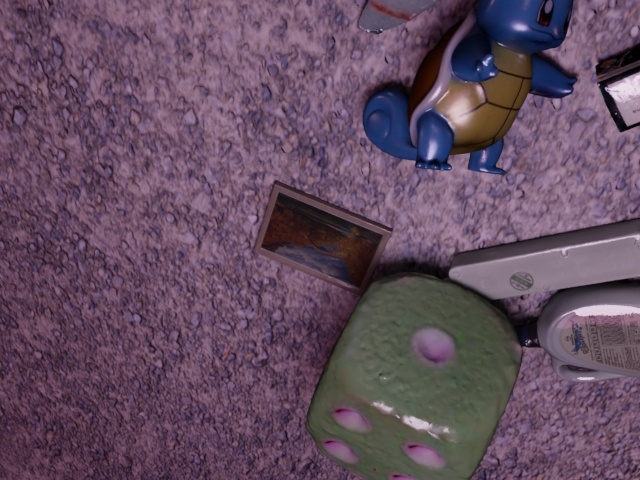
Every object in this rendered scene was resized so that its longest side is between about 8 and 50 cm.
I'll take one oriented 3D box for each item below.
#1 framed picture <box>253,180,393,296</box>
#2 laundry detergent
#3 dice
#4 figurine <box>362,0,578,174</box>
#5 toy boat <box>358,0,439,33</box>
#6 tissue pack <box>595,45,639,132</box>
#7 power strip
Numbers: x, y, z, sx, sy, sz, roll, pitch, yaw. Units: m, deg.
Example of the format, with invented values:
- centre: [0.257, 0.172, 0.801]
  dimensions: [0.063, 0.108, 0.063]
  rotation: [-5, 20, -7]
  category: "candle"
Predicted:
- centre: [0.000, 0.000, 1.611]
  dimensions: [0.250, 0.016, 0.184]
  rotation: [24, 127, 2]
  category: "framed picture"
- centre: [0.507, 0.185, 1.510]
  dimensions: [0.281, 0.105, 0.214]
  rotation: [-11, 121, 24]
  category: "laundry detergent"
- centre: [0.174, 0.278, 1.522]
  dimensions: [0.322, 0.318, 0.330]
  rotation: [24, 143, 10]
  category: "dice"
- centre: [0.245, -0.229, 1.265]
  dimensions: [0.298, 0.243, 0.416]
  rotation: [6, 145, -42]
  category: "figurine"
- centre: [0.144, -0.425, 1.238]
  dimensions: [0.206, 0.096, 0.282]
  rotation: [14, 137, -9]
  category: "toy boat"
- centre: [0.518, -0.249, 1.218]
  dimensions: [0.170, 0.090, 0.103]
  rotation: [-20, 115, 31]
  category: "tissue pack"
- centre: [0.410, 0.043, 1.474]
  dimensions: [0.385, 0.062, 0.091]
  rotation: [-12, 119, 25]
  category: "power strip"
